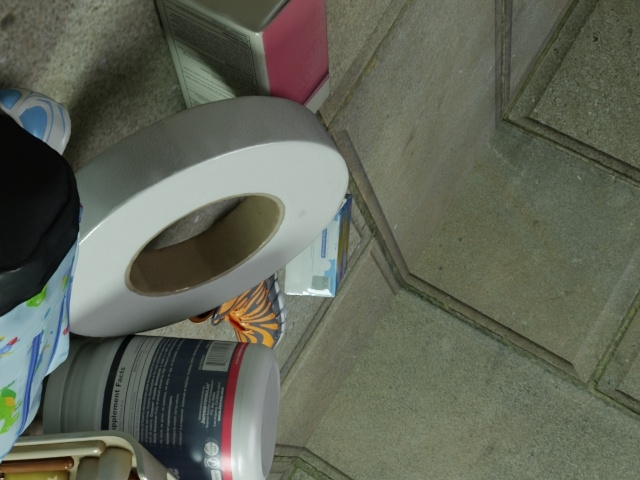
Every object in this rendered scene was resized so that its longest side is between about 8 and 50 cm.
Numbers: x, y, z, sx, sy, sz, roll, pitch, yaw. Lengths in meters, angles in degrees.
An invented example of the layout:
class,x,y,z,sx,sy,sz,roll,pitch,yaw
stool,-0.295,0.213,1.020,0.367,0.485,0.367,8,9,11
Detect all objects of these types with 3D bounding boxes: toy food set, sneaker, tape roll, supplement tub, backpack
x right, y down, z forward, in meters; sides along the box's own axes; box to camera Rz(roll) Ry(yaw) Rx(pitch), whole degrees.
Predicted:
class,x,y,z,sx,sy,sz,roll,pitch,yaw
toy food set,-0.302,0.312,0.993,0.219,0.306,0.092,67,21,-53
sneaker,-0.318,-0.036,0.792,0.086,0.085,0.237,18,106,-46
sneaker,-0.155,0.104,1.412,0.180,0.125,0.321,-41,143,-38
tape roll,-0.146,-0.018,1.009,0.392,0.072,0.392,-27,159,-12
supplement tub,-0.198,0.221,1.107,0.191,0.272,0.191,3,90,-84
backpack,-0.309,0.053,0.609,0.273,0.290,0.355,-65,174,-59

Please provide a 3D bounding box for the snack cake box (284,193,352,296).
class,x,y,z,sx,sy,sz,roll,pitch,yaw
snack cake box,0.000,0.000,1.508,0.264,0.089,0.152,-53,146,-79

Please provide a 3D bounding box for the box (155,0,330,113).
class,x,y,z,sx,sy,sz,roll,pitch,yaw
box,-0.083,-0.232,0.994,0.127,0.149,0.232,-54,162,-22
